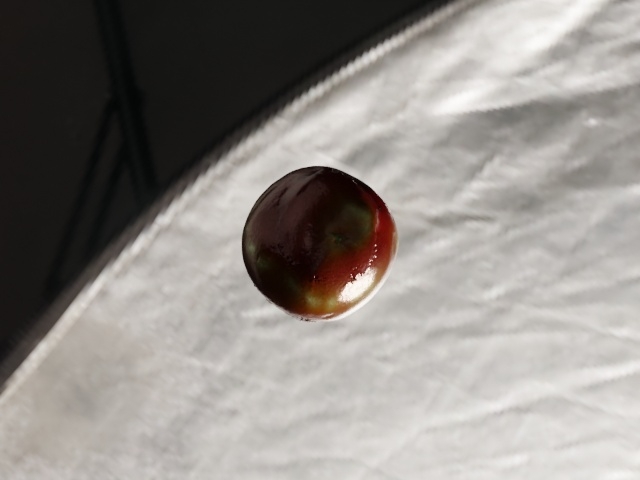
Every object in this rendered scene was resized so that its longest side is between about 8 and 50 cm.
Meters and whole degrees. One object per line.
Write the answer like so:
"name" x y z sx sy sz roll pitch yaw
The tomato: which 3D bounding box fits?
"tomato" 0.000 0.000 0.933 0.087 0.075 0.087 6 66 -13
